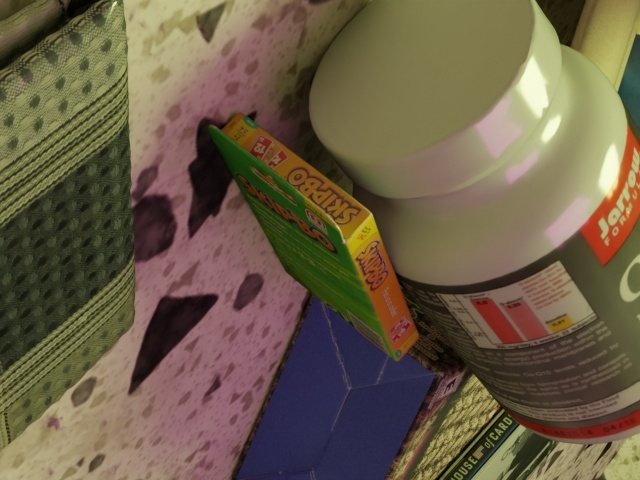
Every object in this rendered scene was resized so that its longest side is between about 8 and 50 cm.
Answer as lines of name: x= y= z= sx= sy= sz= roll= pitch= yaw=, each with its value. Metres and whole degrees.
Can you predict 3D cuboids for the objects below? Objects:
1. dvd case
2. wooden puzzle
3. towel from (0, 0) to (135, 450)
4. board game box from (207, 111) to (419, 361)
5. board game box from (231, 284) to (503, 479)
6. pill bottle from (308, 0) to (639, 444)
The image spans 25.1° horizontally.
dvd case: x=0.159 y=0.241 z=1.418 sx=0.239 sy=0.029 sz=0.179 roll=-43 pitch=154 yaw=-24
wooden puzzle: x=0.294 y=-0.156 z=1.313 sx=0.348 sy=0.081 sz=0.322 roll=74 pitch=34 yaw=-59
towel: x=-0.225 y=0.044 z=0.776 sx=0.324 sy=0.056 sz=0.312 roll=-43 pitch=157 yaw=-31
board game box: x=0.000 y=0.000 z=1.030 sx=0.039 sy=0.124 sz=0.259 roll=-48 pitch=156 yaw=-8
board game box: x=0.087 y=0.139 z=1.363 sx=0.291 sy=0.141 sz=0.232 roll=-19 pitch=138 yaw=-54
pill bottle: x=0.152 y=-0.018 z=1.074 sx=0.210 sy=0.210 sz=0.363 roll=-50 pitch=133 yaw=-10
